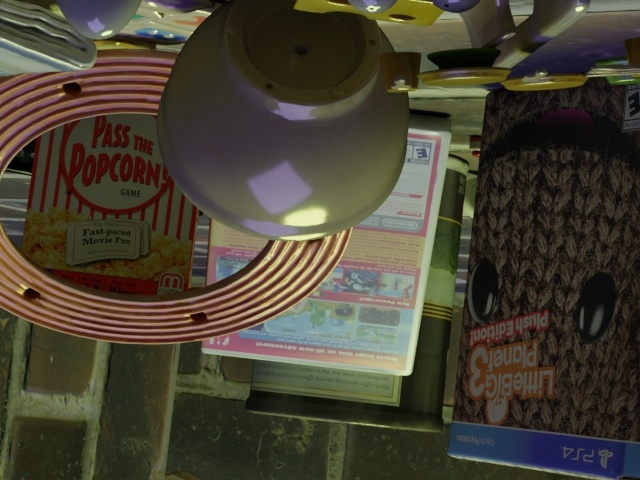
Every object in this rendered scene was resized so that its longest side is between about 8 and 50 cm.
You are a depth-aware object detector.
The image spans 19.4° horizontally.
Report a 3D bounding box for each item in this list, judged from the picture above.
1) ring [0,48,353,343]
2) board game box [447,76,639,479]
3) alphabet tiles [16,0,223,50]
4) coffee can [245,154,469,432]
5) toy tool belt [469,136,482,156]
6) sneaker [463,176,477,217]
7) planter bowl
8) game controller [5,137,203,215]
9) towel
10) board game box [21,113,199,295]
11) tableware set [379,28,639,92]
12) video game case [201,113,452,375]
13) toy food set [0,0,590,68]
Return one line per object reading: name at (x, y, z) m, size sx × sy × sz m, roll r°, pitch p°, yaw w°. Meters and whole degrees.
ring at (-0.141, -0.031, 1.453) m, size 0.336 × 0.032 × 0.337 m, roll -1°, pitch 140°, yaw -1°
board game box at (0.225, 0.032, 1.393) m, size 0.141 × 0.291 × 0.232 m, roll 9°, pitch 174°, yaw -26°
alphabet tiles at (-0.202, -0.158, 1.243) m, size 0.278 × 0.021 × 0.284 m, roll 9°, pitch 171°, yaw -39°
coffee can at (0.038, 0.048, 1.898) m, size 0.201 × 0.275 × 0.201 m, roll 6°, pitch 175°, yaw 0°
toy tool belt at (0.176, -0.065, 1.715) m, size 0.083 × 0.051 × 0.052 m, roll 7°, pitch 175°, yaw -3°
sneaker at (0.191, -0.034, 2.012) m, size 0.152 × 0.058 × 0.084 m, roll 2°, pitch 170°, yaw -35°
planter bowl at (-0.016, -0.095, 1.154) m, size 0.162 × 0.162 × 0.109 m, roll 7°, pitch 151°, yaw -6°
game controller at (-0.254, -0.084, 1.850) m, size 0.319 × 0.067 × 0.166 m, roll 11°, pitch -179°, yaw -28°
towel at (-0.308, -0.146, 1.221) m, size 0.285 × 0.034 × 0.209 m, roll 2°, pitch 169°, yaw 41°
board game box at (-0.176, -0.042, 1.609) m, size 0.146 × 0.194 × 0.045 m, roll 6°, pitch 170°, yaw 0°
tableware set at (0.108, -0.093, 0.975) m, size 0.154 × 0.024 × 0.104 m, roll -3°, pitch 179°, yaw 0°
video game case at (0.000, 0.000, 1.696) m, size 0.204 × 0.285 × 0.025 m, roll 6°, pitch -143°, yaw -1°
toy food set at (-0.032, -0.131, 0.990) m, size 0.306 × 0.092 × 0.220 m, roll 7°, pitch 175°, yaw -7°
